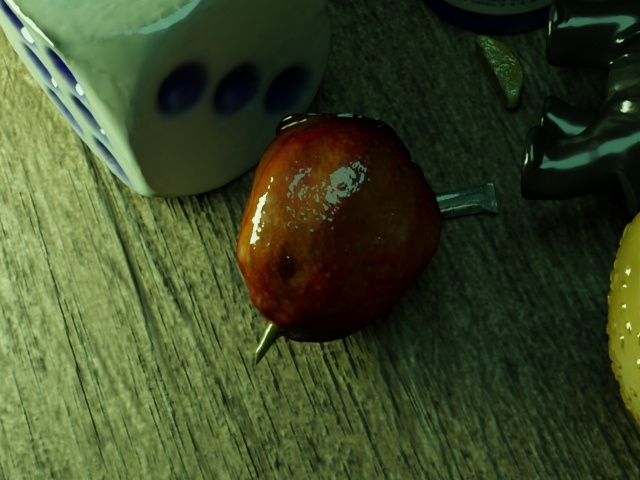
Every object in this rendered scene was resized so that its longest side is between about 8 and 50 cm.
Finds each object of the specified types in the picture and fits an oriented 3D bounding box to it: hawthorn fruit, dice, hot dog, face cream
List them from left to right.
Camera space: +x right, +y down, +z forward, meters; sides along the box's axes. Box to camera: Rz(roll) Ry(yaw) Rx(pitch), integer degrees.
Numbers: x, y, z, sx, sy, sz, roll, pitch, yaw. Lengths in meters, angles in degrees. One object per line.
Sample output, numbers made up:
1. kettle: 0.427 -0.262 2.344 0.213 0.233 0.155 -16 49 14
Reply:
1. dice: -0.156 -0.216 1.361 0.251 0.259 0.243 -41 63 -13
2. hawthorn fruit: 0.000 0.000 1.274 0.189 0.189 0.251 29 75 20
3. face cream: 0.193 -0.331 1.464 0.206 0.111 0.206 -4 61 7
4. hot dog: 0.191 -0.177 1.425 0.034 0.030 0.090 -20 62 -6

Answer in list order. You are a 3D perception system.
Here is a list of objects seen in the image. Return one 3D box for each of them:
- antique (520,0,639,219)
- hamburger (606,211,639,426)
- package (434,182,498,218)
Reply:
1. antique: 0.340 -0.150 1.312 0.255 0.185 0.322 6 69 16
2. hamburger: 0.344 0.071 1.139 0.212 0.274 0.274 -4 62 6
3. package: 0.120 -0.034 1.365 0.110 0.015 0.037 -11 62 2
